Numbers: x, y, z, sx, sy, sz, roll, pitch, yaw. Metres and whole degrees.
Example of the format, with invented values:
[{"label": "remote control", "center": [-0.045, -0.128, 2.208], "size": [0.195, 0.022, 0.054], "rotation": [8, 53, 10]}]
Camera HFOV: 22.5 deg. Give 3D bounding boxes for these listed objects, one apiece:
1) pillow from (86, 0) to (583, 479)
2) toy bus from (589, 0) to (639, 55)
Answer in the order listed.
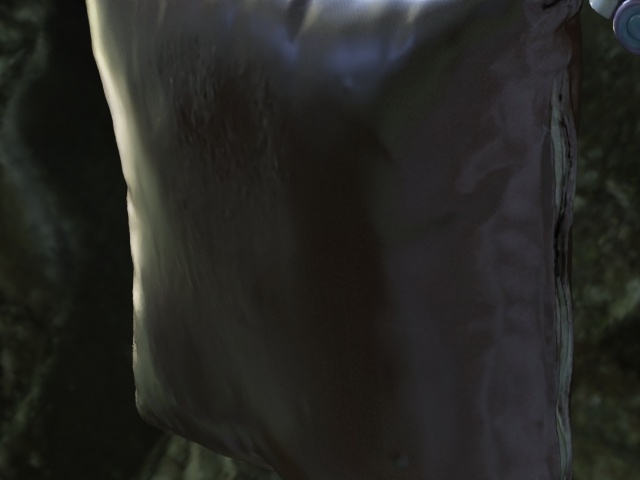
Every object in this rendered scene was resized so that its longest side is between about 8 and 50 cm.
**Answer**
[{"label": "pillow", "center": [0.000, 0.000, 0.753], "size": [0.305, 0.108, 0.308], "rotation": [20, -56, 43]}, {"label": "toy bus", "center": [0.341, -0.208, 1.324], "size": [0.202, 0.142, 0.142], "rotation": [34, -54, 16]}]
